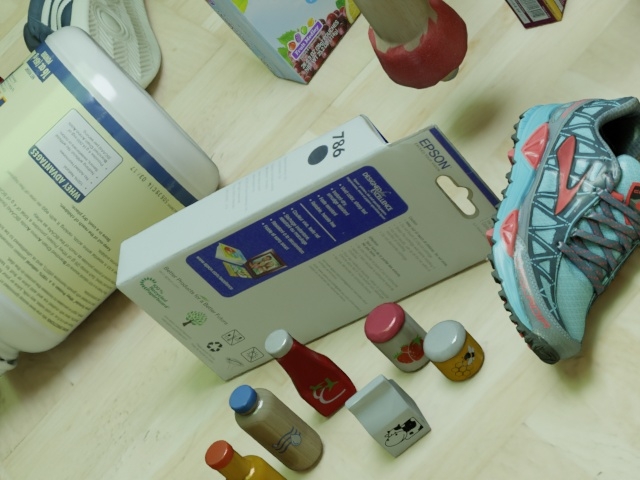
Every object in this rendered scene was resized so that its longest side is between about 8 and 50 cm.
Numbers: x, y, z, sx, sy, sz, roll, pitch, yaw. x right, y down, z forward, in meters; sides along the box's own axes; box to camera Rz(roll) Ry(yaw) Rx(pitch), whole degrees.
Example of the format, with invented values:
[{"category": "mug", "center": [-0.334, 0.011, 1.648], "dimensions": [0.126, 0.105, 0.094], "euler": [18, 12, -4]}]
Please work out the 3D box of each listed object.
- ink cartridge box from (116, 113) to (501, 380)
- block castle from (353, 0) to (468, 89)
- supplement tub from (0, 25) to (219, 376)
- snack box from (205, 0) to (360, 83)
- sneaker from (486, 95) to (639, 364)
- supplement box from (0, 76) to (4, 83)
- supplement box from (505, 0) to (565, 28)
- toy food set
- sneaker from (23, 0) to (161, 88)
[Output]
[{"category": "ink cartridge box", "center": [0.000, 0.000, 1.380], "dimensions": [0.333, 0.165, 0.065], "euler": [-25, 40, 23]}, {"category": "block castle", "center": [0.116, -0.386, 1.469], "dimensions": [0.303, 0.213, 0.453], "euler": [-29, 54, 11]}, {"category": "supplement tub", "center": [-0.291, -0.034, 1.624], "dimensions": [0.325, 0.235, 0.235], "euler": [-44, 37, 0]}, {"category": "snack box", "center": [-0.023, -0.302, 1.680], "dimensions": [0.070, 0.174, 0.207], "euler": [19, 68, 51]}, {"category": "sneaker", "center": [0.211, -0.023, 1.258], "dimensions": [0.125, 0.104, 0.261], "euler": [-14, 46, 31]}, {"category": "supplement box", "center": [-0.419, -0.136, 1.977], "dimensions": [0.130, 0.073, 0.239], "euler": [-47, 38, -5]}, {"category": "supplement box", "center": [0.210, -0.255, 1.518], "dimensions": [0.043, 0.055, 0.083], "euler": [-9, 49, 38]}, {"category": "toy food set", "center": [0.011, 0.122, 1.302], "dimensions": [0.232, 0.104, 0.111], "euler": [-39, 37, 7]}, {"category": "sneaker", "center": [-0.294, -0.247, 1.937], "dimensions": [0.148, 0.131, 0.350], "euler": [-40, 31, 17]}]
